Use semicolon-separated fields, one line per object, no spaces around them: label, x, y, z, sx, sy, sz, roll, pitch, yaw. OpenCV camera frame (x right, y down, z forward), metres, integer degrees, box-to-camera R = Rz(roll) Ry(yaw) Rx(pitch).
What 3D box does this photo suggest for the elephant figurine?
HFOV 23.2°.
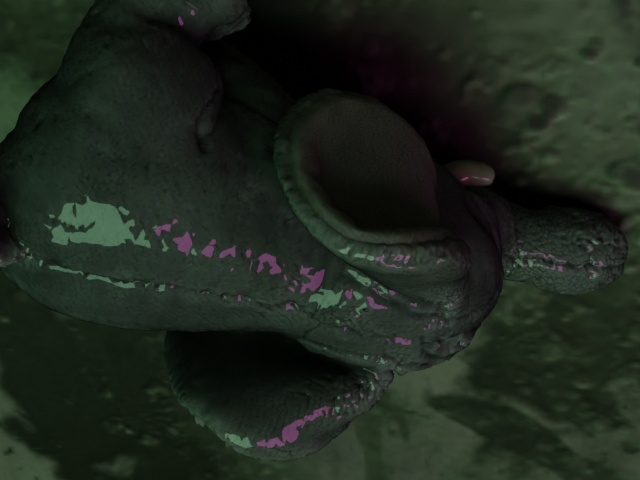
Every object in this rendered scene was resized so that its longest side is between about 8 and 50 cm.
elephant figurine;0.000;0.000;0.626;0.239;0.186;0.169;30;166;4
